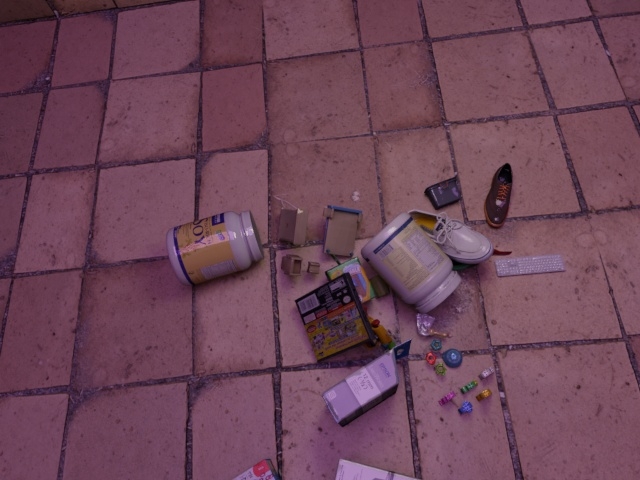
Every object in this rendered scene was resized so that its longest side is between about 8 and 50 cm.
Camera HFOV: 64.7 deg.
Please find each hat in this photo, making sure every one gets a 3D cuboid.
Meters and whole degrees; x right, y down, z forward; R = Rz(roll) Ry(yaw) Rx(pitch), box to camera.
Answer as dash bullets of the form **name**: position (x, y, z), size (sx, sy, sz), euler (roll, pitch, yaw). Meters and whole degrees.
- **hat**: position (0.597, 0.076, 1.979), size (0.208, 0.183, 0.173), euler (-2, 61, 47)

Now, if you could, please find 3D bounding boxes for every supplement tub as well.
- **supplement tub**: position (-0.408, 0.023, 1.984), size (0.330, 0.241, 0.241), euler (-17, 66, -2)
- **supplement tub**: position (0.332, 0.083, 1.855), size (0.235, 0.235, 0.325), euler (-42, 87, -12)

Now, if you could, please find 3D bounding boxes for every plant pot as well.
- **plant pot**: position (0.228, 0.176, 1.946), size (0.083, 0.083, 0.079), euler (-22, 78, -4)

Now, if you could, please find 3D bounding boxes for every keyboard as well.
- **keyboard**: position (0.806, 0.094, 1.951), size (0.255, 0.014, 0.072), euler (-5, 66, 3)

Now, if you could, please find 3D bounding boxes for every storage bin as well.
- **storage bin**: position (0.508, -0.191, 2.068), size (0.135, 0.098, 0.091), euler (-21, 76, -4)

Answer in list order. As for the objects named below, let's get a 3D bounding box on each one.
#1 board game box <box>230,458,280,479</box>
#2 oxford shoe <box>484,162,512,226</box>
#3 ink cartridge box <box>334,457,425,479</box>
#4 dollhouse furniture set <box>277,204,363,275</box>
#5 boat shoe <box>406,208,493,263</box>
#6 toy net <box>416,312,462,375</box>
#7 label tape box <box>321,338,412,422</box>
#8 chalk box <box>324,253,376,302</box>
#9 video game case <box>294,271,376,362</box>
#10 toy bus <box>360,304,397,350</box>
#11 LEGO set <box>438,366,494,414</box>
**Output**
- **board game box**: position (-0.236, 0.936, 1.651), size (0.308, 0.086, 0.302), euler (-30, 67, -7)
- **oxford shoe**: position (0.721, -0.187, 2.036), size (0.096, 0.098, 0.272), euler (10, 68, 10)
- **ink cartridge box**: position (0.190, 0.791, 1.604), size (0.288, 0.211, 0.122), euler (11, 66, 9)
- **dollhouse furniture set**: position (0.000, 0.000, 2.048), size (0.303, 0.198, 0.287), euler (6, 93, -23)
- **boat shoe**: position (0.468, -0.039, 1.894), size (0.367, 0.156, 0.136), euler (32, 81, 43)
- **toy net**: position (0.414, 0.375, 1.855), size (0.122, 0.045, 0.232), euler (-32, 66, -6)
- **label tape box**: position (0.185, 0.489, 1.713), size (0.347, 0.249, 0.115), euler (-29, 66, -7)
- **chalk box**: position (0.101, 0.142, 1.905), size (0.131, 0.132, 0.213), euler (-25, 88, -5)
- **video game case**: position (0.046, 0.281, 1.822), size (0.274, 0.035, 0.249), euler (-32, 73, 37)
- **toy bus**: position (0.174, 0.338, 1.813), size (0.104, 0.202, 0.191), euler (-40, 63, -11)
- **LEGO set**: position (0.532, 0.526, 1.747), size (0.227, 0.093, 0.087), euler (-31, 67, -8)
